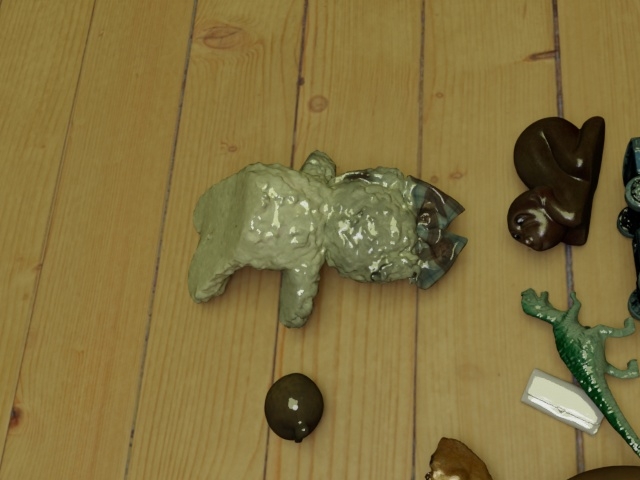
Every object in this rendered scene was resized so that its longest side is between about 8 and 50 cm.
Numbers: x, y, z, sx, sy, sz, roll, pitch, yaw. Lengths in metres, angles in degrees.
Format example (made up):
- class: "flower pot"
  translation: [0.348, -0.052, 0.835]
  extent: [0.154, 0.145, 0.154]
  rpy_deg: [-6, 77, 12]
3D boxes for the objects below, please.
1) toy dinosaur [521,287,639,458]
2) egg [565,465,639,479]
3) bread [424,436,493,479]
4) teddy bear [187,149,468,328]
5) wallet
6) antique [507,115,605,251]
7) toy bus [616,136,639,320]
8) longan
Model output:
- class: "toy dinosaur"
  translation: [0.450, 0.194, 1.208]
  extent: [0.129, 0.076, 0.383]
  rpy_deg: [-30, 51, -1]
- class: "egg"
  translation: [0.432, 0.452, 0.991]
  extent: [0.374, 0.301, 0.301]
  rpy_deg: [27, 77, 20]
- class: "bread"
  translation: [0.205, 0.430, 1.157]
  extent: [0.134, 0.129, 0.260]
  rpy_deg: [13, 73, 18]
- class: "teddy bear"
  translation: [0.000, 0.000, 1.404]
  extent: [0.362, 0.375, 0.327]
  rpy_deg: [13, 65, -25]
- class: "wallet"
  translation: [0.380, 0.250, 1.243]
  extent: [0.122, 0.025, 0.061]
  rpy_deg: [24, 82, 22]
- class: "antique"
  translation: [0.386, -0.096, 1.335]
  extent: [0.143, 0.121, 0.256]
  rpy_deg: [6, 69, 24]
- class: "toy bus"
  translation: [0.570, -0.003, 1.231]
  extent: [0.190, 0.152, 0.312]
  rpy_deg: [-5, 67, 13]
- class: "longan"
  translation: [-0.041, 0.276, 1.294]
  extent: [0.106, 0.106, 0.119]
  rpy_deg: [-25, 40, 3]
